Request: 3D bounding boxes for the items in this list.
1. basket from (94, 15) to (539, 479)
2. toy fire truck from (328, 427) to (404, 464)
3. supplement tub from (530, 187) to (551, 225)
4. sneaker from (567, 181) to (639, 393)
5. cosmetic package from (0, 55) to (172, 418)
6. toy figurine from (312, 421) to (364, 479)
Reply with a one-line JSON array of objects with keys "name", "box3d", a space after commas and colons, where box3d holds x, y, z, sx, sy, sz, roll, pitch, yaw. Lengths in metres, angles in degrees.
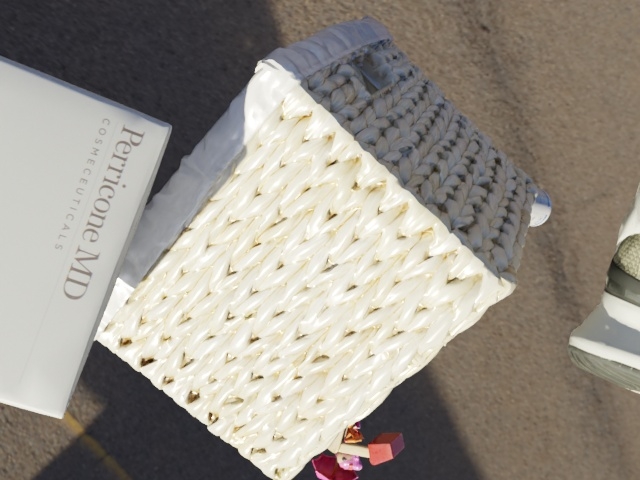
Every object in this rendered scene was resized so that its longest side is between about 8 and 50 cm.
[{"name": "basket", "box3d": [0.000, 0.000, 0.828, 0.331, 0.266, 0.328, -45, -179, 26]}, {"name": "toy fire truck", "box3d": [0.027, 0.287, 1.342, 0.047, 0.192, 0.135, -22, 97, -58]}, {"name": "supplement tub", "box3d": [0.349, -0.065, 1.482, 0.107, 0.071, 0.071, 10, 104, -44]}, {"name": "sneaker", "box3d": [0.329, -0.022, 0.588, 0.447, 0.169, 0.258, 5, 103, -57]}, {"name": "cosmetic package", "box3d": [-0.318, -0.043, 0.571, 0.384, 0.156, 0.217, 18, 83, -12]}, {"name": "toy figurine", "box3d": [0.033, 0.349, 1.481, 0.130, 0.173, 0.159, -10, 82, -42]}]
